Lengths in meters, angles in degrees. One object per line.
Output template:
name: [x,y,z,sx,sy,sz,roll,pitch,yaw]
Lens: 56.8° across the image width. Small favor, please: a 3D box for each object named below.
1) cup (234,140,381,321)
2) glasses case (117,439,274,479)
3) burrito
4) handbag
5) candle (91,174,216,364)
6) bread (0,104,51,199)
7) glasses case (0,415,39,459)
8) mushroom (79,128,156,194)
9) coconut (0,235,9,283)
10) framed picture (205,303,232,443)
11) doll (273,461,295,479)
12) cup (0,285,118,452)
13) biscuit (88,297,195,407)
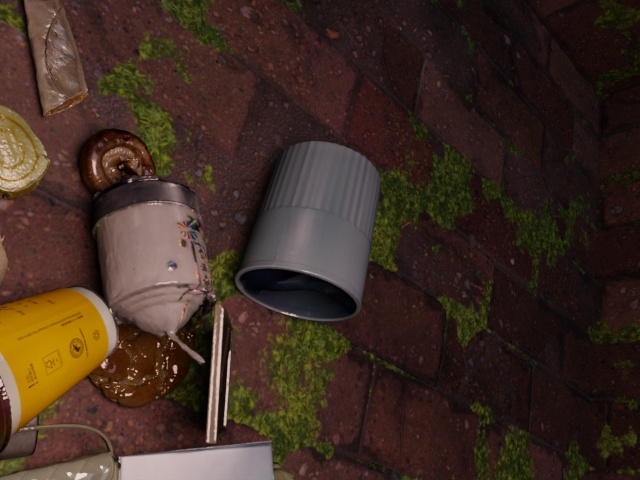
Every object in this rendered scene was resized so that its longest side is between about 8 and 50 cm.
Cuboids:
cup: [0.012,-0.006,1.270,0.331,0.257,0.311,32,58,-32]
glasses case: [-0.215,0.414,1.025,0.266,0.056,0.105,2,71,-22]
burrito: [-0.464,-0.329,1.033,0.087,0.060,0.226,-14,91,-39]
handbag: [-0.421,0.375,0.868,0.256,0.079,0.219,0,92,-43]
candle: [-0.269,0.063,0.984,0.187,0.187,0.330,7,57,-42]
bread: [-0.510,-0.143,0.943,0.117,0.064,0.156,-37,105,-47]
glasses case: [-0.549,0.258,0.808,0.299,0.060,0.114,7,77,-42]
mushroom: [-0.356,-0.119,1.073,0.135,0.080,0.170,-46,112,-27]
coconut: [-0.532,0.014,0.819,0.171,0.171,0.183,-10,48,-44]
framed picture: [-0.174,0.238,1.043,0.020,0.289,0.211,3,75,-4]
doll: [-0.120,0.532,1.100,0.143,0.135,0.234,54,45,-22]
cup: [-0.425,0.167,0.816,0.280,0.196,0.196,-35,105,-63]
biscuit: [-0.317,0.183,1.060,0.226,0.042,0.226,14,69,-40]
